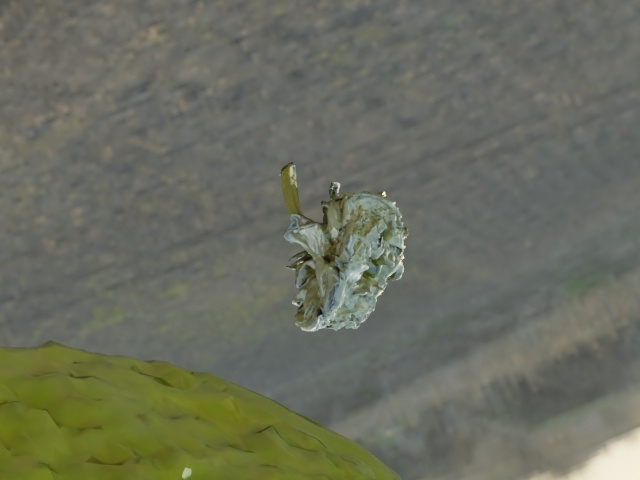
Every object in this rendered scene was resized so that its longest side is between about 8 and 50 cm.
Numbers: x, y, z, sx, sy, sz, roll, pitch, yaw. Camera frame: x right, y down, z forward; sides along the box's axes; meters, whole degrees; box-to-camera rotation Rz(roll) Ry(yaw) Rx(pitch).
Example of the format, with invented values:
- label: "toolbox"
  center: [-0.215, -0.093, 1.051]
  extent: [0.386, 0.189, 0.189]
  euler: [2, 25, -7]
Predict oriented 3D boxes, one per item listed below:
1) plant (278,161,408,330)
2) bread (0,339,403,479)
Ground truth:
- label: "plant"
  center: [0.000, 0.000, 1.233]
  extent: [0.116, 0.122, 0.104]
  euler: [-50, 162, 0]
- label: "bread"
  center: [-0.088, 0.224, 0.679]
  extent: [0.348, 0.348, 0.308]
  euler: [-12, 126, -49]
